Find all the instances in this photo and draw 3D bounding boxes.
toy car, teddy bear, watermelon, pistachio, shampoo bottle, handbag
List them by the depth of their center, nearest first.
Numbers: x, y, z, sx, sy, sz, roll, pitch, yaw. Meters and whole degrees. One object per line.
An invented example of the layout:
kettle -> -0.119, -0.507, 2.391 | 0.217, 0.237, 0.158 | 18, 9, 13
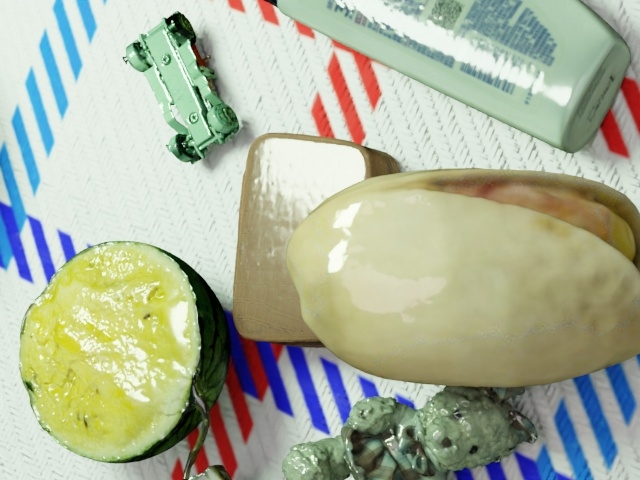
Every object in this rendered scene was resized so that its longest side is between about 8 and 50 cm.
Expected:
pistachio -> 0.122, 0.024, 1.391 | 0.299, 0.187, 0.187 | -2, 83, 6
teddy bear -> 0.082, 0.186, 1.469 | 0.213, 0.111, 0.133 | -28, 93, -2
shampoo bottle -> 0.100, -0.208, 1.504 | 0.359, 0.078, 0.134 | 30, 95, 28
handbag -> 0.000, 0.000, 1.540 | 0.151, 0.072, 0.193 | 1, 83, 29
watermelon -> -0.164, 0.109, 1.582 | 0.232, 0.127, 0.204 | 16, 88, 31
toy car -> -0.130, -0.147, 1.636 | 0.073, 0.054, 0.143 | -33, 74, 23

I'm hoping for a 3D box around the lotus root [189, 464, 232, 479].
lotus root -> -0.122, 0.385, 1.528 | 0.267, 0.149, 0.260 | -35, 73, 0
